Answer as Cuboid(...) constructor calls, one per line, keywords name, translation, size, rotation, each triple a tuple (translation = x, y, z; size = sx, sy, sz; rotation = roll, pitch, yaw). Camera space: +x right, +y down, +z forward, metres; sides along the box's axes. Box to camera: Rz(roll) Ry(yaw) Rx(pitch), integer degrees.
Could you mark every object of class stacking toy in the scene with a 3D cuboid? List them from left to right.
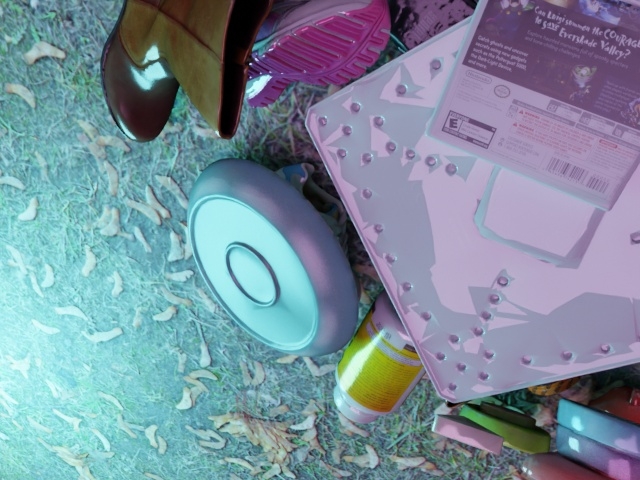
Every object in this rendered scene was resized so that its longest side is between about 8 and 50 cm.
Cuboid(name="stacking toy", translation=(0.317, 0.230, 0.712), size=(0.279, 0.309, 0.130), rotation=(15, 84, 31))

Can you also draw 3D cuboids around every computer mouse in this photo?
Cuboid(name="computer mouse", translation=(0.136, -0.277, 0.581), size=(0.262, 0.060, 0.184), rotation=(40, 119, -1))

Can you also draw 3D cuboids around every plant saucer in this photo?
Cuboid(name="plant saucer", translation=(-0.086, 0.040, 0.759), size=(0.317, 0.043, 0.318), rotation=(26, 134, 30))

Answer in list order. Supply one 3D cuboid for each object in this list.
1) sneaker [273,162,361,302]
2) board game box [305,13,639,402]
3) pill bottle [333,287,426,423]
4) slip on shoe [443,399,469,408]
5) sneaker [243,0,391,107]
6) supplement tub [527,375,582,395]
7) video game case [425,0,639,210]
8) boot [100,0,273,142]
Cuboid(name="sneaker", translation=(0.000, 0.000, 0.760), size=(0.092, 0.087, 0.229), rotation=(-24, 111, 28))
Cuboid(name="board game box", translation=(0.230, -0.045, 0.567), size=(0.389, 0.050, 0.390), rotation=(-23, 99, 27))
Cuboid(name="pill bottle", translation=(0.097, 0.177, 0.811), size=(0.117, 0.117, 0.215), rotation=(27, 123, 2))
Cuboid(name="slip on shoe", translation=(0.241, 0.214, 0.831), size=(0.051, 0.041, 0.135), rotation=(46, 122, -11))
Cuboid(name="sneaker", translation=(-0.032, -0.230, 0.591), size=(0.252, 0.103, 0.111), rotation=(-1, 78, 42))
Cuboid(name="supplement tub", translation=(0.262, 0.106, 0.719), size=(0.117, 0.117, 0.190), rotation=(-32, 105, 30))
Cuboid(name="video game case", translation=(0.216, -0.141, 0.499), size=(0.190, 0.022, 0.173), rotation=(26, 116, 13))
Cuboid(name="boot", translation=(-0.152, -0.185, 0.616), size=(0.280, 0.096, 0.264), rotation=(45, 121, 39))
